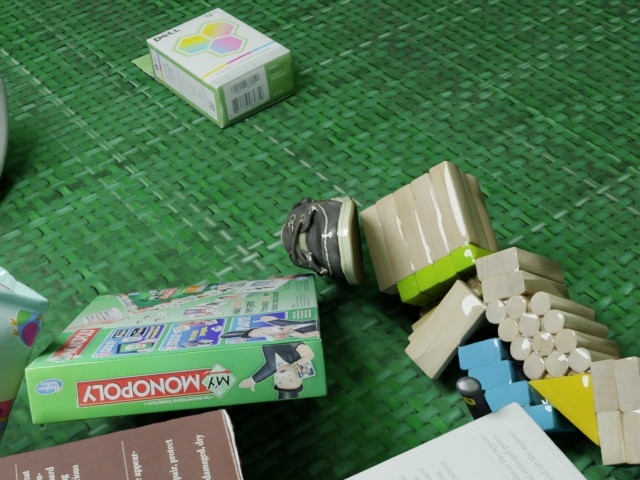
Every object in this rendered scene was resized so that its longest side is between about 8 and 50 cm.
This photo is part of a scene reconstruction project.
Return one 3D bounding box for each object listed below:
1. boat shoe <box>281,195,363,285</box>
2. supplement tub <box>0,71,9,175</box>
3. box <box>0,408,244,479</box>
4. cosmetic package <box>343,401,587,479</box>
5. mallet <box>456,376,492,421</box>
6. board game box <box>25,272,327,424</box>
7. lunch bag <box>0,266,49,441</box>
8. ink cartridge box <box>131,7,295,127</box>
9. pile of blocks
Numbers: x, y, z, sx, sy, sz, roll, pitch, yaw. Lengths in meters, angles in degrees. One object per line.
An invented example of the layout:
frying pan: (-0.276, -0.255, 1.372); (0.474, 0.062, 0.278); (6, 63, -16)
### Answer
boat shoe: (0.000, -0.001, 1.177); (0.073, 0.080, 0.223); (-4, 8, 0)
supplement tub: (-0.524, -0.126, 1.326); (0.325, 0.235, 0.235); (9, 42, 17)
box: (-0.138, 0.249, 0.873); (0.203, 0.168, 0.167); (-13, 41, -8)
cosmetic package: (0.099, 0.240, 0.869); (0.183, 0.151, 0.151); (-22, 43, -18)
mallet: (0.139, 0.149, 0.957); (0.062, 0.190, 0.039); (19, 69, 19)
board game box: (-0.105, 0.081, 1.045); (0.213, 0.046, 0.317); (-7, 7, 0)
lunch bag: (-0.363, 0.101, 0.904); (0.262, 0.223, 0.160); (16, 3, -32)
ink cartridge box: (-0.137, -0.223, 1.529); (0.109, 0.062, 0.209); (-30, 44, -25)
pile of blocks: (0.177, 0.082, 1.110); (0.112, 0.149, 0.362); (17, 27, -49)
